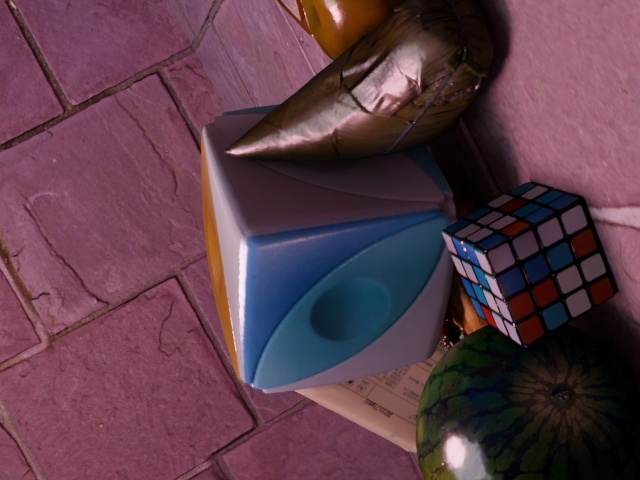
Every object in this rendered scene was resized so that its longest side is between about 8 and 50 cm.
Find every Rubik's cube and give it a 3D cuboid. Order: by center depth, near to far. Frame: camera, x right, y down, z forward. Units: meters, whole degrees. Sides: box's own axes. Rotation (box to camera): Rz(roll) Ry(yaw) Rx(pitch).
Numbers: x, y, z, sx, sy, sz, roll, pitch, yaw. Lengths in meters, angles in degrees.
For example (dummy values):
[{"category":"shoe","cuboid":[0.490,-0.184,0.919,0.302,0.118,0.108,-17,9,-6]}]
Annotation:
[{"category":"Rubik's cube","cuboid":[0.284,0.028,1.373,0.155,0.154,0.151,65,170,-20]},{"category":"Rubik's cube","cuboid":[0.000,0.000,1.606,0.352,0.351,0.347,-110,17,-50]}]

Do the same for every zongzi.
[{"category":"zongzi","cuboid":[0.040,-0.207,1.365,0.323,0.360,0.160,102,155,-73]}]

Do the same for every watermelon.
[{"category":"watermelon","cuboid":[0.307,0.277,1.456,0.363,0.363,0.363,58,170,17]}]

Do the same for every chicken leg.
[{"category":"chicken leg","cuboid":[0.222,0.147,1.761,0.253,0.051,0.106,62,167,-15]}]

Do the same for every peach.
[{"category":"peach","cuboid":[0.041,-0.385,1.496,0.251,0.153,0.251,166,90,-85]}]

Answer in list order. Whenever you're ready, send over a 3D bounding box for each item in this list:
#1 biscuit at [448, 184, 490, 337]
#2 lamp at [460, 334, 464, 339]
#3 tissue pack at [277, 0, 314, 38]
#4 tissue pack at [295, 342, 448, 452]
[{"category":"biscuit","cuboid":[0.243,0.029,1.742,0.326,0.107,0.326,58,167,22]},{"category":"lamp","cuboid":[0.285,0.161,1.898,0.105,0.105,0.105,58,170,17]},{"category":"tissue pack","cuboid":[-0.044,-0.484,1.781,0.226,0.092,0.183,50,166,43]},{"category":"tissue pack","cuboid":[0.115,0.222,2.006,0.380,0.297,0.207,35,-176,-31]}]
